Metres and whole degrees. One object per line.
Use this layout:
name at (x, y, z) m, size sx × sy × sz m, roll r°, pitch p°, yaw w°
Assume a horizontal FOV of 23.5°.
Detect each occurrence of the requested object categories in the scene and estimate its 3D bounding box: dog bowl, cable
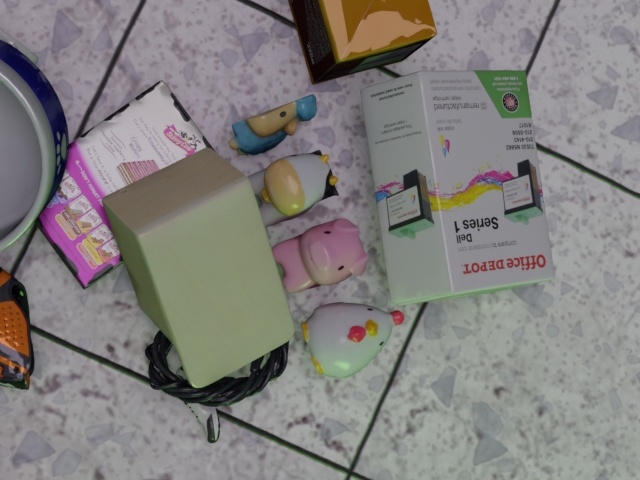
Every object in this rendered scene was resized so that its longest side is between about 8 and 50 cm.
dog bowl at (-0.433, -0.111, 1.803) m, size 0.264 × 0.104 × 0.265 m, roll 2°, pitch 109°, yaw 6°
cable at (-0.131, 0.142, 1.928) m, size 0.184 × 0.047 × 0.150 m, roll -36°, pitch 70°, yaw -23°

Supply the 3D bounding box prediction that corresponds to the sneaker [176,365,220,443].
sneaker at (-0.154, 0.205, 1.949) m, size 0.043 × 0.040 × 0.109 m, roll -14°, pitch 81°, yaw -7°

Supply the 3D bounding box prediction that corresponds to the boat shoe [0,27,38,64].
boat shoe at (-0.487, -0.325, 1.873) m, size 0.367 × 0.136 × 0.156 m, roll 44°, pitch 80°, yaw -8°

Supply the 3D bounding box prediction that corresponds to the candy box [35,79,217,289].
candy box at (-0.247, -0.069, 1.931) m, size 0.233 × 0.071 × 0.159 m, roll -36°, pitch 93°, yaw -10°

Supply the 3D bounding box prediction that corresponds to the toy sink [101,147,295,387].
toy sink at (-0.147, 0.032, 1.871) m, size 0.152 × 0.131 × 0.234 m, roll -28°, pitch 123°, yaw -17°

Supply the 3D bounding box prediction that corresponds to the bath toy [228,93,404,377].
bath toy at (0.000, 0.000, 1.929) m, size 0.129 × 0.151 × 0.348 m, roll -21°, pitch 92°, yaw 4°

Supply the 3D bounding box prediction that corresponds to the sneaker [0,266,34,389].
sneaker at (-0.448, 0.176, 1.852) m, size 0.180 × 0.124 × 0.321 m, roll 22°, pitch 83°, yaw -7°

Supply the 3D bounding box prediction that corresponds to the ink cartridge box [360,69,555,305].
ink cartridge box at (0.175, -0.068, 1.944) m, size 0.201 × 0.117 × 0.278 m, roll -6°, pitch 87°, yaw -42°

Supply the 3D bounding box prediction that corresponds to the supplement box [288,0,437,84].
supplement box at (0.039, -0.315, 1.936) m, size 0.129 × 0.194 × 0.191 m, roll -16°, pitch 89°, yaw -11°
